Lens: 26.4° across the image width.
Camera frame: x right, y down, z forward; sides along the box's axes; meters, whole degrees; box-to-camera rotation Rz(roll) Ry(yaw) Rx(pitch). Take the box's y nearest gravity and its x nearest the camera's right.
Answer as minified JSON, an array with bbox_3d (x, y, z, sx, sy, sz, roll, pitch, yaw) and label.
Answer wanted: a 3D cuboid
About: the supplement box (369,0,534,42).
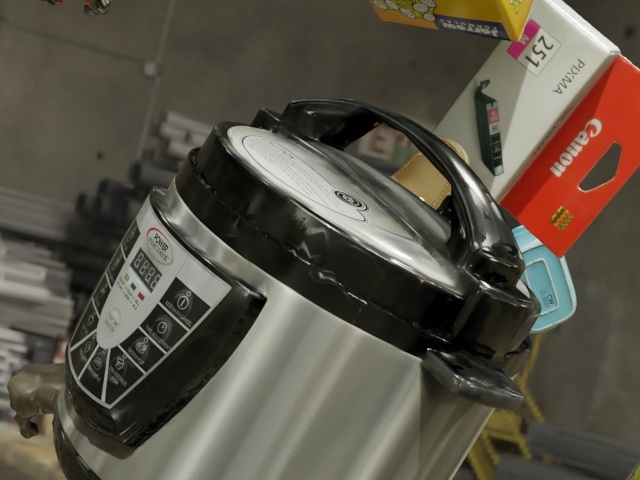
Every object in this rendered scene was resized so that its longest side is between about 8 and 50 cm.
[{"bbox_3d":[0.123,-0.401,1.522,0.194,0.195,0.356,14,-15,28],"label":"supplement box"}]

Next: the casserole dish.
[{"bbox_3d":[0.332,0.065,2.093,0.114,0.188,0.037,-23,25,-4],"label":"casserole dish"}]

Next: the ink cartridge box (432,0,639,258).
[{"bbox_3d":[0.300,-0.145,1.801,0.239,0.275,0.060,44,26,16],"label":"ink cartridge box"}]

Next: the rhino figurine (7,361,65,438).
[{"bbox_3d":[-0.308,0.200,1.844,0.243,0.073,0.106,-10,-46,8],"label":"rhino figurine"}]

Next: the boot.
[{"bbox_3d":[0.067,-0.043,1.657,0.095,0.262,0.203,39,-1,30],"label":"boot"}]

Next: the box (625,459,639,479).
[{"bbox_3d":[0.262,0.252,0.890,0.177,0.290,0.279,31,39,10],"label":"box"}]

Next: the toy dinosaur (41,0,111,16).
[{"bbox_3d":[-0.263,-0.330,1.377,0.322,0.164,0.218,-16,-68,49],"label":"toy dinosaur"}]

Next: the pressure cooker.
[{"bbox_3d":[-0.009,0.079,1.259,0.370,0.420,0.375,31,12,3],"label":"pressure cooker"}]
